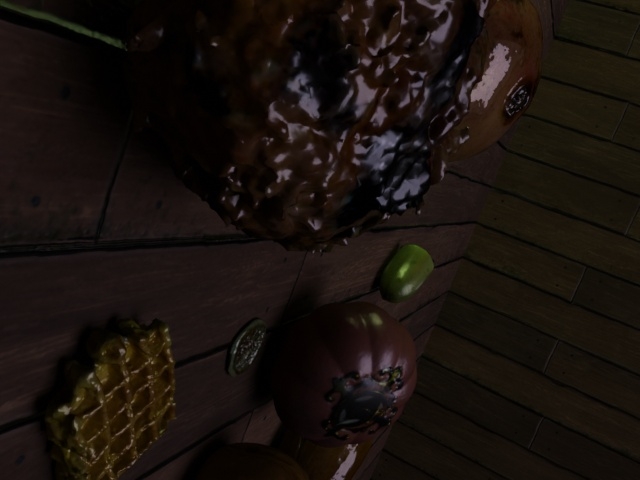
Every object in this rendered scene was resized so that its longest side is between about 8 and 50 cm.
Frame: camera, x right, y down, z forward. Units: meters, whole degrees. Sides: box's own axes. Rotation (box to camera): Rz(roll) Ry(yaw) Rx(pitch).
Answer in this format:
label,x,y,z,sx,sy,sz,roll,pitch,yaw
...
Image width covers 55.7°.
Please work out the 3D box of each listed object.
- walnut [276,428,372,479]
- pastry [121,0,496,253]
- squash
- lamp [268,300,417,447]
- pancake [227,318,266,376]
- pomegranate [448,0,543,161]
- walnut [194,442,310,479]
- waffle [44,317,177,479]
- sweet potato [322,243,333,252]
label,x,y,z,sx,sy,sz,roll,pitch,yaw
walnut,-0.006,0.512,1.439,0.336,0.209,0.209,-57,158,-27
pastry,-0.008,-0.151,0.561,0.337,0.292,0.405,-40,159,-31
squash,0.226,0.103,1.695,0.186,0.123,0.123,-42,150,-42
lamp,0.040,0.254,1.205,0.305,0.239,0.305,-9,118,-18
pancake,-0.125,0.183,1.028,0.108,0.017,0.108,-46,149,-38
pomegranate,0.205,-0.279,0.975,0.322,0.322,0.322,-51,156,-35
walnut,-0.116,0.451,1.059,0.195,0.221,0.195,-5,90,-67
waffle,-0.235,0.182,0.688,0.160,0.055,0.211,-46,153,-46
sweet potato,0.000,-0.007,1.103,0.153,0.038,0.041,41,52,-67
